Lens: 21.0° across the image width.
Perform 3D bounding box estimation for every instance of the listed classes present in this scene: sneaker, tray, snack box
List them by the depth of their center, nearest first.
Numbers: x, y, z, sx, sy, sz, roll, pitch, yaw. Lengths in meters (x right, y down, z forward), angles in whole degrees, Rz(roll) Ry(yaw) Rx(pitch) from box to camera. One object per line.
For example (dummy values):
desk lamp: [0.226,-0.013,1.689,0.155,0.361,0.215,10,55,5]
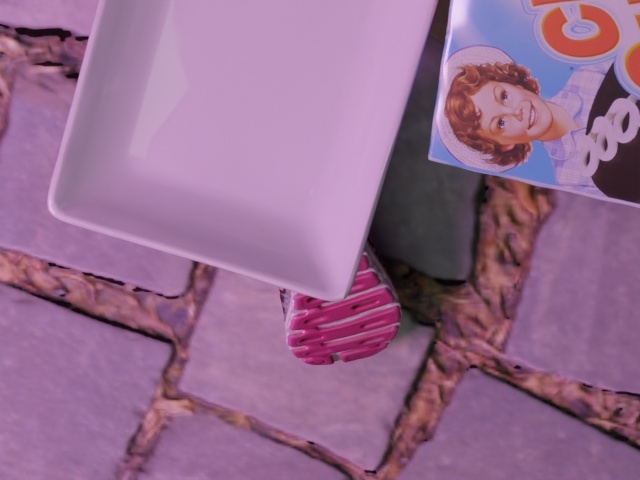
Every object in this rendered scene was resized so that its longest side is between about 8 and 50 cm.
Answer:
snack box: [0.158,-0.160,0.689,0.187,0.060,0.322,13,123,11]
tray: [-0.018,-0.119,0.769,0.145,0.030,0.270,17,100,3]
sneaker: [0.000,0.000,0.886,0.063,0.074,0.170,-15,143,4]

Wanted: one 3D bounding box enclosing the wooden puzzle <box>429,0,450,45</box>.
wooden puzzle: [0.185,-0.122,0.768,0.239,0.044,0.221,37,124,-5]
